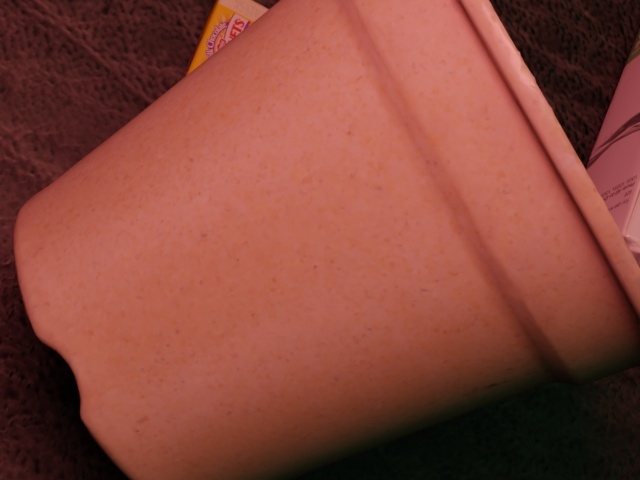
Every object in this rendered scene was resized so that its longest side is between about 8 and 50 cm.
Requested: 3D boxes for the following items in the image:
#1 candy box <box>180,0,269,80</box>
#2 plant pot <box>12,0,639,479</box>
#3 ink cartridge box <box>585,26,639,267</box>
[{"bbox_3d":[-0.061,-0.078,1.031,0.105,0.027,0.206,26,64,-13],"label":"candy box"},{"bbox_3d":[0.000,0.000,0.850,0.305,0.334,0.334,-29,87,8],"label":"plant pot"},{"bbox_3d":[0.333,-0.048,1.152,0.211,0.121,0.289,33,63,-13],"label":"ink cartridge box"}]
